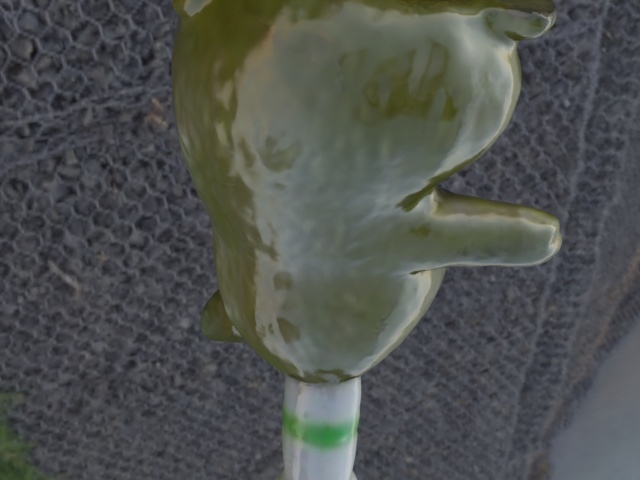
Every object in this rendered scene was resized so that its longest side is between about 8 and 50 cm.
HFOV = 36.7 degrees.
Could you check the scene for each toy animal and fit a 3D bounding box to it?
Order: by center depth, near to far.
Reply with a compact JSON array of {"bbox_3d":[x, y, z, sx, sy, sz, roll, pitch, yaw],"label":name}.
[{"bbox_3d":[0.016,-0.012,0.564,0.180,0.181,0.363,-21,135,-20],"label":"toy animal"}]
